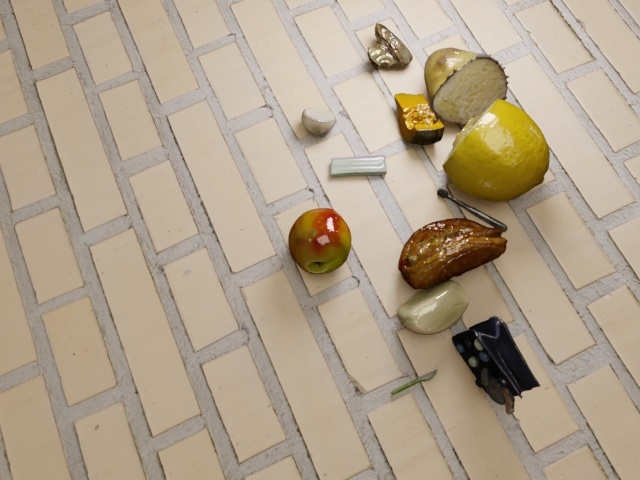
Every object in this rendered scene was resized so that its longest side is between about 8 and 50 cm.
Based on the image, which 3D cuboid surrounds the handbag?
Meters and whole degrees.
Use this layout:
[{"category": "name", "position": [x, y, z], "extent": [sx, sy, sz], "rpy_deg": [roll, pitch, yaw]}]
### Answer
[{"category": "handbag", "position": [0.539, 0.394, 1.518], "extent": [0.118, 0.325, 0.269], "rpy_deg": [-28, 74, -5]}]

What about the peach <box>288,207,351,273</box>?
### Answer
[{"category": "peach", "position": [0.000, 0.000, 1.707], "extent": [0.231, 0.231, 0.230], "rpy_deg": [0, 73, 1]}]

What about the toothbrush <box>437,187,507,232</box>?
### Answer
[{"category": "toothbrush", "position": [0.574, -0.115, 1.829], "extent": [0.297, 0.030, 0.030], "rpy_deg": [32, 102, 8]}]

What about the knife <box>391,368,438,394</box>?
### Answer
[{"category": "knife", "position": [0.324, 0.486, 1.652], "extent": [0.184, 0.022, 0.026], "rpy_deg": [-23, 48, -6]}]

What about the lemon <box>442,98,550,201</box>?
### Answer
[{"category": "lemon", "position": [0.641, -0.296, 1.726], "extent": [0.365, 0.364, 0.364], "rpy_deg": [0, 73, 1]}]

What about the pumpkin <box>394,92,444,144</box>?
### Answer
[{"category": "pumpkin", "position": [0.379, -0.465, 1.898], "extent": [0.131, 0.126, 0.247], "rpy_deg": [-13, 56, -3]}]

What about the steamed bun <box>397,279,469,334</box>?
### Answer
[{"category": "steamed bun", "position": [0.396, 0.246, 1.656], "extent": [0.239, 0.170, 0.152], "rpy_deg": [-35, 94, -11]}]

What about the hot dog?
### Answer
[{"category": "hot dog", "position": [0.457, 0.029, 1.680], "extent": [0.388, 0.267, 0.174], "rpy_deg": [-22, 111, -10]}]

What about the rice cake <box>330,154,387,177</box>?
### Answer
[{"category": "rice cake", "position": [0.146, -0.291, 1.883], "extent": [0.222, 0.042, 0.080], "rpy_deg": [-3, 74, 1]}]

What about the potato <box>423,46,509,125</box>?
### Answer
[{"category": "potato", "position": [0.544, -0.628, 1.891], "extent": [0.301, 0.288, 0.237], "rpy_deg": [-32, 37, 14]}]

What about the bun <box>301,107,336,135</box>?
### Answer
[{"category": "bun", "position": [-0.010, -0.462, 1.915], "extent": [0.138, 0.094, 0.138], "rpy_deg": [6, 38, -5]}]

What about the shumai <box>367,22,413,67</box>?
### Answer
[{"category": "shumai", "position": [0.268, -0.778, 1.990], "extent": [0.209, 0.161, 0.153], "rpy_deg": [43, 101, -10]}]
